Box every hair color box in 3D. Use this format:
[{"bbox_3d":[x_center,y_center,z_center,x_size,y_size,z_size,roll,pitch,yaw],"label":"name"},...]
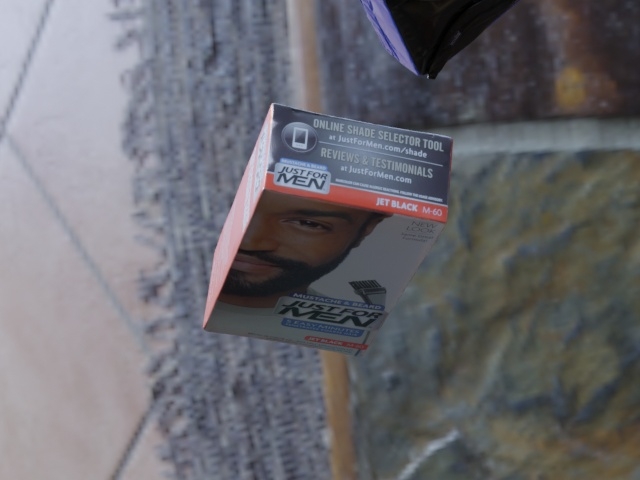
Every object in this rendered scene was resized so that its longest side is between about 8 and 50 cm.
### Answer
[{"bbox_3d":[0.000,0.000,0.872,0.167,0.093,0.053,115,163,-59],"label":"hair color box"}]

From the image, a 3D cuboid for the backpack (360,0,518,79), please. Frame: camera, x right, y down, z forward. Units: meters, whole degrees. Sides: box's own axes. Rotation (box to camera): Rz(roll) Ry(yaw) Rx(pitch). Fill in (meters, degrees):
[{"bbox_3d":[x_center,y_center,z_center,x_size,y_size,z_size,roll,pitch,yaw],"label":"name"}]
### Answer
[{"bbox_3d":[0.084,-0.199,1.215,0.101,0.120,0.098,48,171,44],"label":"backpack"}]
